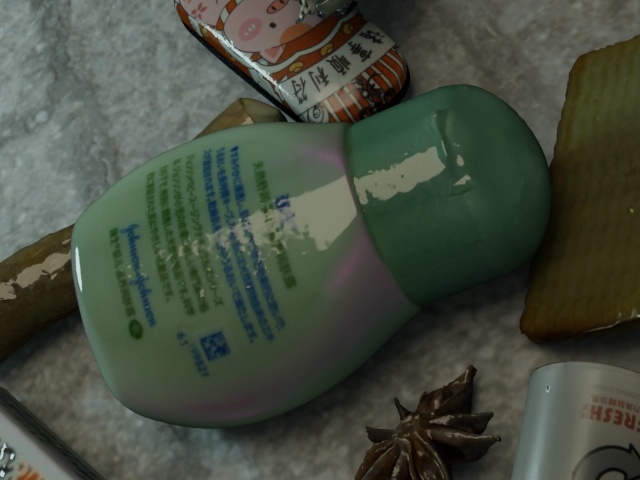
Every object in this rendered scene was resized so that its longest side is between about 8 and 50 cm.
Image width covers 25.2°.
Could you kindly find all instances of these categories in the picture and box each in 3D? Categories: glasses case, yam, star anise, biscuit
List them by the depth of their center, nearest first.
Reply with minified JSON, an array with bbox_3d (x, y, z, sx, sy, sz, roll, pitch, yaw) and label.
[{"bbox_3d":[0.080,0.137,0.997,0.124,0.056,0.129,-5,45,46],"label":"star anise"},{"bbox_3d":[0.229,-0.045,1.013,0.172,0.029,0.254,-16,50,48],"label":"biscuit"},{"bbox_3d":[-0.177,-0.002,1.195,0.356,0.081,0.081,-36,52,4],"label":"yam"},{"bbox_3d":[-0.029,-0.176,1.234,0.103,0.067,0.266,-42,51,-10],"label":"glasses case"}]

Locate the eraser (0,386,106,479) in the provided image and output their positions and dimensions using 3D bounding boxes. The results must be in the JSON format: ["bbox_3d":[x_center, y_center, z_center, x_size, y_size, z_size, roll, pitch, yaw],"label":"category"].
[{"bbox_3d":[-0.221,0.218,1.077,0.287,0.086,0.130,34,81,37],"label":"eraser"}]

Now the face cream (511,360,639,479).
[{"bbox_3d":[0.160,0.191,0.895,0.096,0.096,0.214,1,62,27],"label":"face cream"}]

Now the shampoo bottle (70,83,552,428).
[{"bbox_3d":[0.000,0.000,1.055,0.349,0.151,0.222,-22,66,15],"label":"shampoo bottle"}]

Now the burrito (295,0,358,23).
[{"bbox_3d":[0.011,-0.318,1.245,0.139,0.101,0.445,1,44,-2],"label":"burrito"}]
